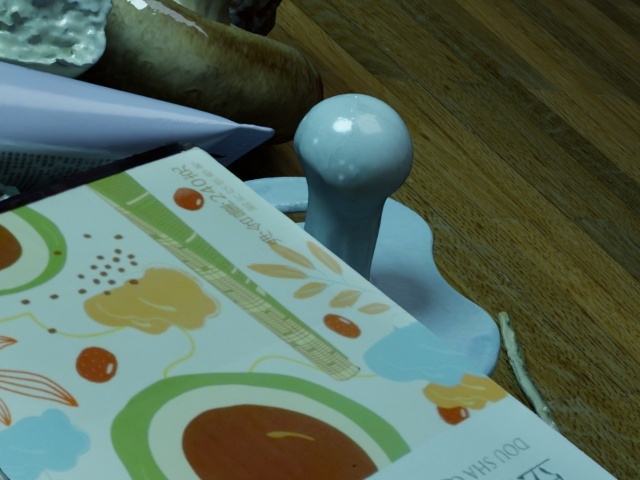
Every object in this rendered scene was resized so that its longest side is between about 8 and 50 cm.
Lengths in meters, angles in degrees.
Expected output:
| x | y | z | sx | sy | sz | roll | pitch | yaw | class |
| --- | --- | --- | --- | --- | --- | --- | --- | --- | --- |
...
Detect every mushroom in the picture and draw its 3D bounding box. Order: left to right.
| x | y | z | sx | sy | sz | roll | pitch | yaw | class |
| --- | --- | --- | --- | --- | --- | --- | --- | --- | --- |
| -0.122 | -0.163 | 1.620 | 0.278 | 0.146 | 0.278 | 23 | 5 | -2 | mushroom |
| 0.169 | 0.134 | 1.494 | 0.026 | 0.028 | 0.286 | -18 | 28 | 4 | mushroom |

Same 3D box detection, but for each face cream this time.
| x | y | z | sx | sy | sz | roll | pitch | yaw | class |
| --- | --- | --- | --- | --- | --- | --- | --- | --- | --- |
| -0.183 | -0.073 | 1.364 | 0.274 | 0.154 | 0.096 | 6 | 73 | -22 | face cream |

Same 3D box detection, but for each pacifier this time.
| x | y | z | sx | sy | sz | roll | pitch | yaw | class |
| --- | --- | --- | --- | --- | --- | --- | --- | --- | --- |
| 0.000 | 0.000 | 1.347 | 0.238 | 0.225 | 0.287 | -2 | 33 | -19 | pacifier |

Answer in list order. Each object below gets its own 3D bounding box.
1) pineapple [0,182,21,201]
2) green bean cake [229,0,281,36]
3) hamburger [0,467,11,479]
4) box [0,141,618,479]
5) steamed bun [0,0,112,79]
| x | y | z | sx | sy | sz | roll | pitch | yaw | class |
| --- | --- | --- | --- | --- | --- | --- | --- | --- | --- |
| -0.216 | -0.008 | 1.269 | 0.119 | 0.111 | 0.237 | 16 | 3 | 40 | pineapple |
| -0.117 | -0.274 | 1.743 | 0.198 | 0.232 | 0.097 | 31 | 45 | 2 | green bean cake |
| -0.232 | 0.156 | 0.871 | 0.288 | 0.192 | 0.168 | 58 | 36 | 4 | hamburger |
| -0.068 | 0.131 | 1.078 | 0.385 | 0.122 | 0.344 | 39 | 37 | 23 | box |
| -0.294 | -0.200 | 1.448 | 0.225 | 0.170 | 0.200 | 7 | -9 | -35 | steamed bun |
